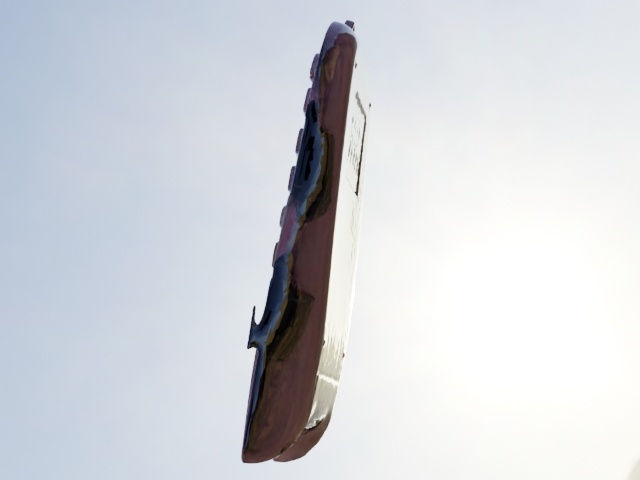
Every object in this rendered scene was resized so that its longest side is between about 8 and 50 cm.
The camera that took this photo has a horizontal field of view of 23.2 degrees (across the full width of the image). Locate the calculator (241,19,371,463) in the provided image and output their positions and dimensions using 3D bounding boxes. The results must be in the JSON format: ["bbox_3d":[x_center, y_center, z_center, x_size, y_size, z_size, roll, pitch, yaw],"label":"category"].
[{"bbox_3d":[0.001,0.000,1.008,0.194,0.043,0.294,48,-129,-79],"label":"calculator"}]
